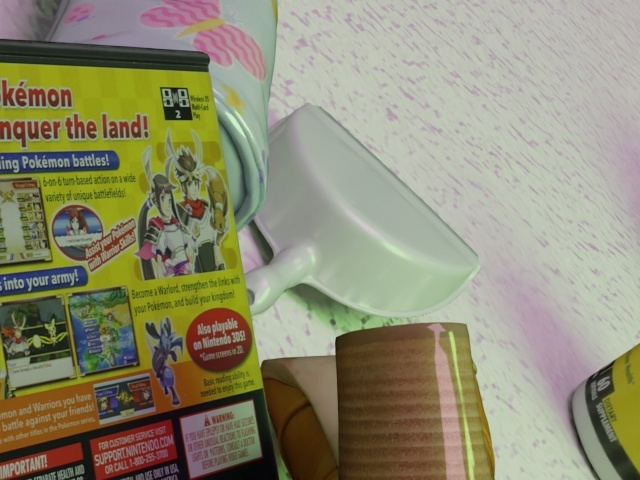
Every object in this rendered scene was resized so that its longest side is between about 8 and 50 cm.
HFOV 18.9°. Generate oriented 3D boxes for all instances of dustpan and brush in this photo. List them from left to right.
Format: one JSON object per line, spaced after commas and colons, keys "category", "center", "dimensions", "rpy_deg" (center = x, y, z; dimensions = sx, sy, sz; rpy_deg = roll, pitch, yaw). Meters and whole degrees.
{"category": "dustpan and brush", "center": [0.000, 0.000, 1.054], "dimensions": [0.147, 0.060, 0.211], "rpy_deg": [44, 17, 6]}

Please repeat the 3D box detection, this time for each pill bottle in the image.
{"category": "pill bottle", "center": [0.274, 0.088, 1.220], "dimensions": [0.119, 0.208, 0.119], "rpy_deg": [41, 26, -25]}

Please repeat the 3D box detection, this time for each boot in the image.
{"category": "boot", "center": [0.030, 0.152, 0.843], "dimensions": [0.295, 0.104, 0.211], "rpy_deg": [114, -27, -82]}

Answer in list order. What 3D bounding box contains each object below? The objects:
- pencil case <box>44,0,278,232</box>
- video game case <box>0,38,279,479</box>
{"category": "pencil case", "center": [-0.083, -0.105, 0.964], "dimensions": [0.124, 0.113, 0.273], "rpy_deg": [20, 34, -15]}
{"category": "video game case", "center": [-0.102, 0.051, 0.701], "dimensions": [0.275, 0.035, 0.248], "rpy_deg": [-7, 87, -62]}
